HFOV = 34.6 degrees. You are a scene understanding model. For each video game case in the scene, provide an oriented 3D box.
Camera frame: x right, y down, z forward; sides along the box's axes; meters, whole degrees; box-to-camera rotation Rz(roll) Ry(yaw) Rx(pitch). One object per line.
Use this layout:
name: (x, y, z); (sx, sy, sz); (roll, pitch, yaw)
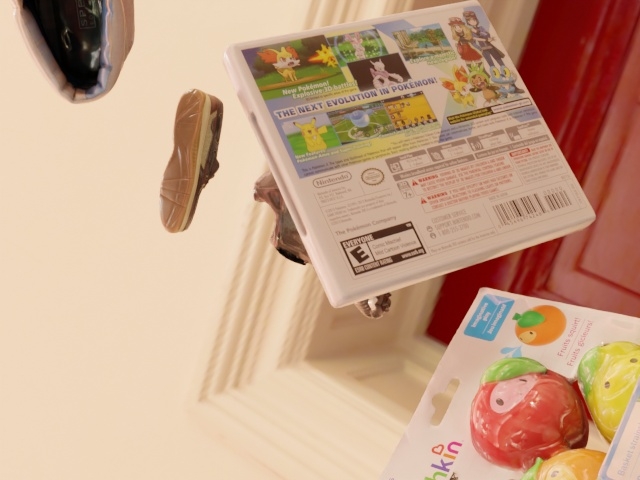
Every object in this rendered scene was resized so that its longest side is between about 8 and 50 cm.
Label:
video game case: (0.098, -0.107, 1.099); (0.329, 0.300, 0.036); (-16, -19, -26)

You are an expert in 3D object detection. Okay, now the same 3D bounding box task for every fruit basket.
fruit basket: (0.244, 0.191, 1.001); (0.327, 0.353, 0.165); (-56, -37, -27)

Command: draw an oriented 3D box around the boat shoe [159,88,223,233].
boat shoe: (-0.129, -0.080, 1.077); (0.049, 0.056, 0.152); (6, -80, -46)

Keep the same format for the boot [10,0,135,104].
boot: (-0.161, -0.217, 0.648); (0.095, 0.123, 0.258); (-11, -63, -6)

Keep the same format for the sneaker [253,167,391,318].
sneaker: (0.000, 0.000, 1.196); (0.234, 0.106, 0.078); (59, -151, -25)
